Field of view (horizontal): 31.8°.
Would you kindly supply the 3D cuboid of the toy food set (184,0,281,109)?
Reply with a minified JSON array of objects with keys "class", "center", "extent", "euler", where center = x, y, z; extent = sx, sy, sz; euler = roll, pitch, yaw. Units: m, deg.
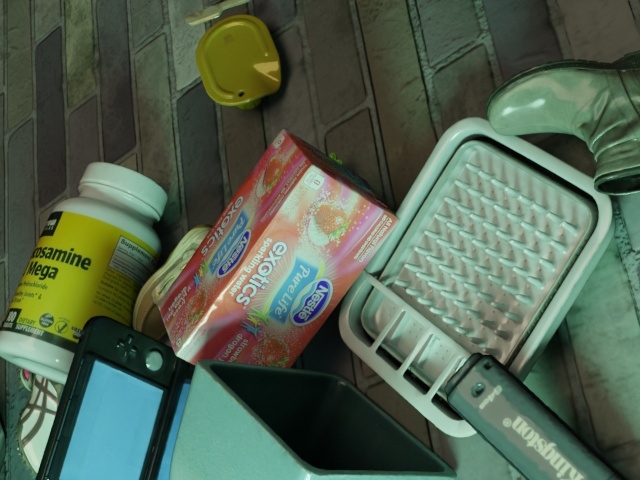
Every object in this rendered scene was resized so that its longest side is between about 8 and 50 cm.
[{"class":"toy food set","center":[-0.126,-0.285,1.785],"extent":[0.128,0.071,0.218],"euler":[-25,57,7]}]

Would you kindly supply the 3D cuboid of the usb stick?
[{"class":"usb stick","center":[0.246,0.230,1.179],"extent":[0.278,0.045,0.077],"euler":[44,106,24]}]

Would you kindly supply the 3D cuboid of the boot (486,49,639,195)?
[{"class":"boot","center":[0.302,-0.120,1.235],"extent":[0.246,0.083,0.161],"euler":[-11,53,21]}]

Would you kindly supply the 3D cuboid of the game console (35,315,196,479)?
[{"class":"game console","center":[-0.207,0.268,1.485],"extent":[0.173,0.250,0.293],"euler":[-9,59,42]}]

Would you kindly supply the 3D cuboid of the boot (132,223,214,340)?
[{"class":"boot","center":[-0.191,0.102,1.687],"extent":[0.213,0.077,0.165],"euler":[-54,48,14]}]

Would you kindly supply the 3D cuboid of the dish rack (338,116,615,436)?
[{"class":"dish rack","center":[0.189,0.042,1.344],"extent":[0.285,0.072,0.333],"euler":[39,102,46]}]

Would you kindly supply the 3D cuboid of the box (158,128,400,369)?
[{"class":"box","center":[-0.058,0.032,1.449],"extent":[0.300,0.154,0.142],"euler":[-53,29,10]}]

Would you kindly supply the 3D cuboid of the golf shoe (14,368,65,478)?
[{"class":"golf shoe","center":[-0.427,0.274,1.831],"extent":[0.120,0.105,0.273],"euler":[-28,57,26]}]

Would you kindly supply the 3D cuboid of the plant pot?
[{"class":"plant pot","center":[-0.042,0.318,1.350],"extent":[0.247,0.248,0.252],"euler":[37,107,45]}]

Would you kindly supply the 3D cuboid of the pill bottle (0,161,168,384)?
[{"class":"pill bottle","center":[-0.366,0.054,1.774],"extent":[0.188,0.188,0.334],"euler":[0,64,44]}]

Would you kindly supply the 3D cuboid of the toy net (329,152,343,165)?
[{"class":"toy net","center":[0.000,0.000,1.566],"extent":[0.122,0.045,0.232],"euler":[-18,64,31]}]

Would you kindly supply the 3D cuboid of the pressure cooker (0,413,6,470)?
[{"class":"pressure cooker","center":[-0.719,0.411,1.779],"extent":[0.375,0.370,0.420],"euler":[-57,17,26]}]
